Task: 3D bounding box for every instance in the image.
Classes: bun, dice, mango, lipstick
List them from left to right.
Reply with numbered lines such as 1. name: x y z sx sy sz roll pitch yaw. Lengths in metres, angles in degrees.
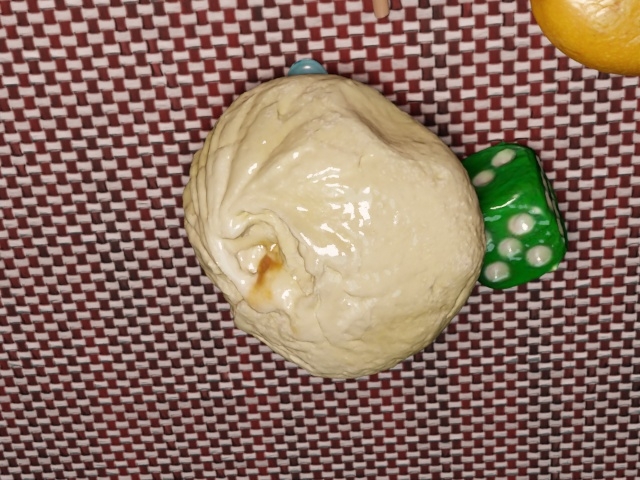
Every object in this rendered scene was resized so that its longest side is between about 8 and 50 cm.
1. bun: 0.000 0.000 1.527 0.349 0.227 0.352 15 126 24
2. lipstick: 0.062 -0.289 1.493 0.019 0.019 0.094 -7 126 6
3. dice: 0.221 -0.030 1.618 0.120 0.128 0.131 -22 123 15
4. mango: 0.369 -0.257 1.455 0.295 0.120 0.177 7 119 -7

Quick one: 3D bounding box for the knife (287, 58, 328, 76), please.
1. knife: 0.028 -0.124 1.611 0.064 0.031 0.222 -22 120 21
